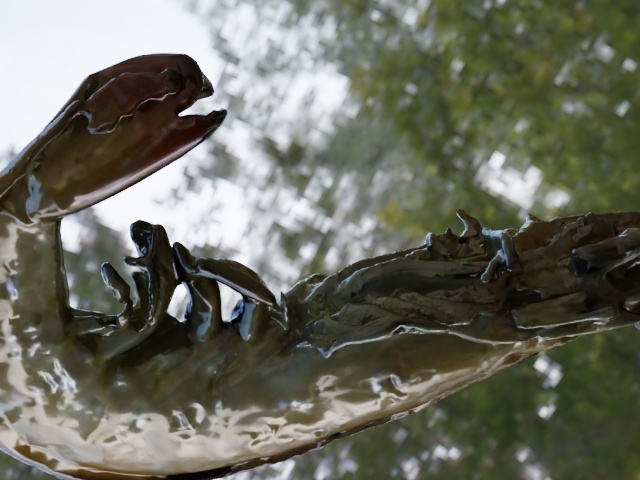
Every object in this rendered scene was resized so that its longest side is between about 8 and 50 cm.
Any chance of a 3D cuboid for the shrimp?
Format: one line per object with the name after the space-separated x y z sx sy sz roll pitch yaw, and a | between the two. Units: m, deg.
0.000 -0.001 0.428 0.178 0.124 0.034 -16 -136 6 | shrimp
